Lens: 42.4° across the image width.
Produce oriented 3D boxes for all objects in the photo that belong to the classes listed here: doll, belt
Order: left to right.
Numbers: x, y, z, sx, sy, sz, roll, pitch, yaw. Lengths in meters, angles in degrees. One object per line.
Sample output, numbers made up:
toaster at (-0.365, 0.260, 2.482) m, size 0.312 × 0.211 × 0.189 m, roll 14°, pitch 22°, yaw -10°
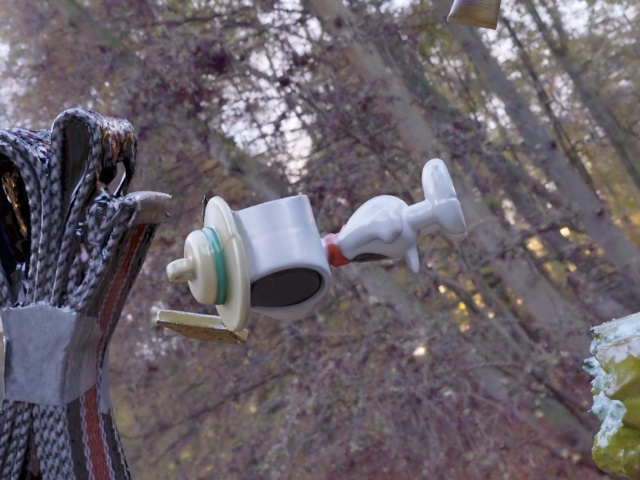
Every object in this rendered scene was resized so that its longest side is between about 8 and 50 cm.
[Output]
belt at (-0.182, 0.089, 0.580) m, size 0.126 × 0.360 × 0.094 m, roll 5°, pitch 4°, yaw 6°
doll at (0.002, -0.008, 0.836) m, size 0.271 × 0.144 × 0.208 m, roll -27°, pitch -21°, yaw 20°

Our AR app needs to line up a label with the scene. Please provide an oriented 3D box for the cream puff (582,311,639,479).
cream puff at (0.273, 0.121, 0.655) m, size 0.121 × 0.156 × 0.156 m, roll -3°, pitch -6°, yaw 12°

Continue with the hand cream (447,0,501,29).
hand cream at (0.241, -0.390, 1.194) m, size 0.076 × 0.047 × 0.174 m, roll 10°, pitch -49°, yaw -1°

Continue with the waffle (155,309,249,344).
waffle at (-0.137, 0.108, 0.998) m, size 0.092 × 0.021 × 0.135 m, roll 5°, pitch -13°, yaw 12°
